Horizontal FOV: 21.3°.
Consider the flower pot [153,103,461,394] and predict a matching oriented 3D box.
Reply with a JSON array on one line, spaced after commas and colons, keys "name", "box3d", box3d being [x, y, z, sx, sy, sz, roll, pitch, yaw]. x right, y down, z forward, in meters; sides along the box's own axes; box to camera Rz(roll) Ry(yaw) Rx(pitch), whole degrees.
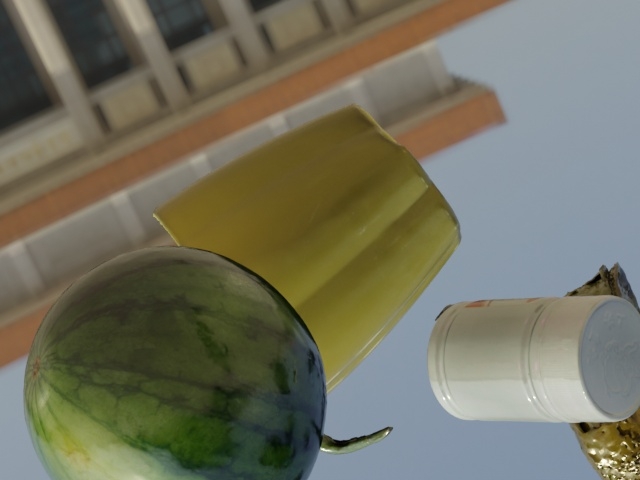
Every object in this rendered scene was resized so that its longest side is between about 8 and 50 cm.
[{"name": "flower pot", "box3d": [0.000, 0.000, 1.285, 0.179, 0.195, 0.195, -39, -163, -4]}]

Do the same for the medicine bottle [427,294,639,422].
[{"name": "medicine bottle", "box3d": [0.097, 0.054, 0.764, 0.089, 0.057, 0.057, -6, -156, 46]}]

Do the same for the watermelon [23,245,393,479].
[{"name": "watermelon", "box3d": [-0.080, 0.102, 1.071, 0.215, 0.188, 0.188, 18, 175, -28]}]

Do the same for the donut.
[{"name": "donut", "box3d": [0.316, 0.160, 1.756, 0.107, 0.272, 0.272, -24, -165, 14]}]
